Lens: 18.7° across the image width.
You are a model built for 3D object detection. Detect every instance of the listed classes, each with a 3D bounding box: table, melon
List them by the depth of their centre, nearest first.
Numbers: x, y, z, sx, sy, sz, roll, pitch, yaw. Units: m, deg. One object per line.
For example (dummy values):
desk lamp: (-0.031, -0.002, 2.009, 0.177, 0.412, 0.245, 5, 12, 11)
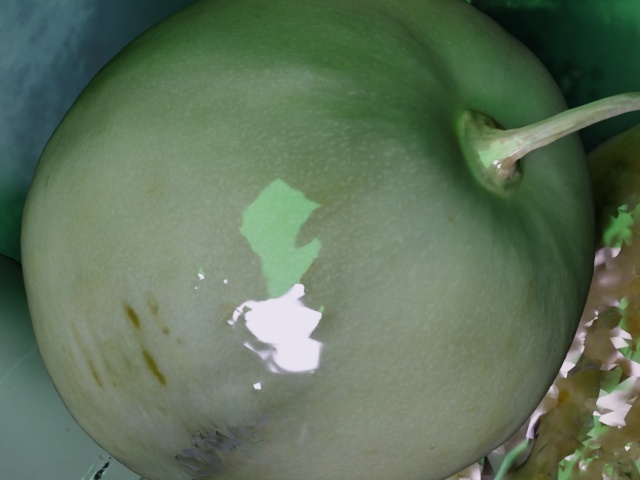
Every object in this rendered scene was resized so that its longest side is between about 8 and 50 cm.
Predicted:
melon: (-0.008, 0.005, 0.915, 0.272, 0.272, 0.308, 52, 152, 12)
table: (-0.131, 0.114, 1.078, 0.220, 0.126, 0.126, 33, 105, 22)

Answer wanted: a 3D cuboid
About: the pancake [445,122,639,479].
pancake: (0.226, 0.110, 0.955, 0.387, 0.082, 0.386, -1, 87, 25)
